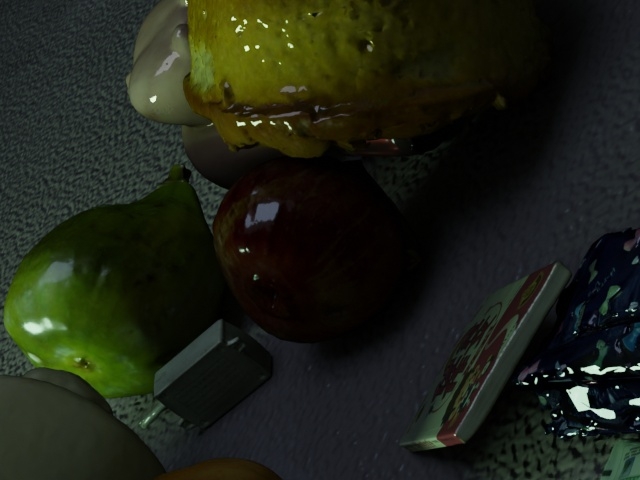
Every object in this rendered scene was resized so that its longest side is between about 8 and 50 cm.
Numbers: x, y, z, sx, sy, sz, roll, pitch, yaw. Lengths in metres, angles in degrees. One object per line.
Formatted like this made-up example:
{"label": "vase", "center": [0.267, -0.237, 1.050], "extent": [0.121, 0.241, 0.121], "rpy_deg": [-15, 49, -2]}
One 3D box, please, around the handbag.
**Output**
{"label": "handbag", "center": [0.254, 0.069, 1.364], "extent": [0.260, 0.113, 0.162], "rpy_deg": [-14, 35, 56]}

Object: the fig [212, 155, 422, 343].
{"label": "fig", "center": [-0.002, 0.000, 1.810], "extent": [0.205, 0.205, 0.205], "rpy_deg": [-39, 29, 26]}

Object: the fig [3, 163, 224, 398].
{"label": "fig", "center": [-0.201, 0.029, 2.050], "extent": [0.314, 0.233, 0.233], "rpy_deg": [-56, 25, -19]}

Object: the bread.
{"label": "bread", "center": [0.044, -0.216, 1.839], "extent": [0.398, 0.215, 0.398], "rpy_deg": [-10, 17, 3]}

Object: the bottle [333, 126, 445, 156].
{"label": "bottle", "center": [0.073, -0.118, 1.968], "extent": [0.060, 0.060, 0.164], "rpy_deg": [-59, 27, -14]}

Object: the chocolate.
{"label": "chocolate", "center": [-0.291, 0.295, 1.789], "extent": [0.326, 0.314, 0.297], "rpy_deg": [-61, -3, 39]}

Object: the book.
{"label": "book", "center": [0.132, 0.101, 1.529], "extent": [0.162, 0.022, 0.232], "rpy_deg": [-57, 3, -11]}

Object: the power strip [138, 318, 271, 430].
{"label": "power strip", "center": [-0.129, 0.152, 1.934], "extent": [0.175, 0.075, 0.042], "rpy_deg": [-39, 30, 25]}

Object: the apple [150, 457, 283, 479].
{"label": "apple", "center": [-0.096, 0.275, 1.622], "extent": [0.199, 0.199, 0.199], "rpy_deg": [-39, 29, 26]}

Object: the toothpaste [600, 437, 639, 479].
{"label": "toothpaste", "center": [0.270, 0.160, 1.308], "extent": [0.218, 0.041, 0.064], "rpy_deg": [-18, 42, 57]}

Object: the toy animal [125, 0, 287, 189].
{"label": "toy animal", "center": [-0.112, -0.170, 2.111], "extent": [0.210, 0.221, 0.229], "rpy_deg": [-86, 8, -45]}
